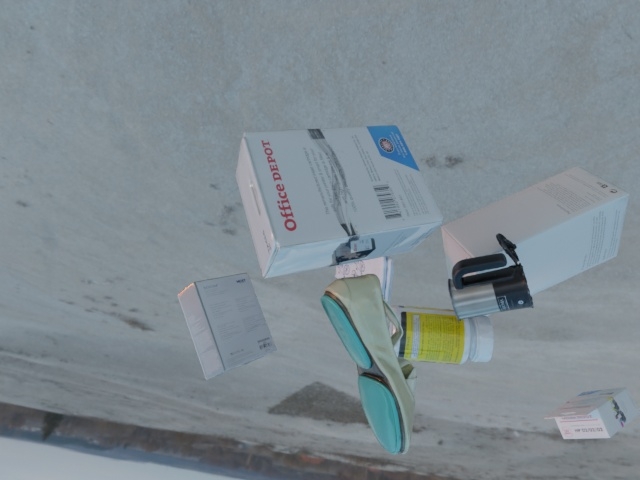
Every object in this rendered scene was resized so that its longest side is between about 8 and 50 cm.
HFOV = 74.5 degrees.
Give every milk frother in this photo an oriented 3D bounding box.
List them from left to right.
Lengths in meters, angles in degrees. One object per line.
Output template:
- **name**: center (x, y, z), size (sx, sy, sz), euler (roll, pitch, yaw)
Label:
- **milk frother**: center (0.318, 0.067, 0.808), size (0.134, 0.143, 0.129), euler (-15, 104, 23)

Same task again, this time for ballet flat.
- **ballet flat**: center (0.080, 0.153, 0.532), size (0.086, 0.086, 0.248), euler (-11, 108, 32)

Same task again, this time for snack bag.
- **snack bag**: center (0.109, 0.154, 1.196), size (0.037, 0.343, 0.323), euler (-4, -161, -18)

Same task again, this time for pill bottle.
- **pill bottle**: center (0.257, 0.207, 0.921), size (0.208, 0.119, 0.119), euler (3, 150, 5)

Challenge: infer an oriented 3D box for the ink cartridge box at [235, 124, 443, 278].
- **ink cartridge box**: center (0.025, -0.078, 0.755), size (0.307, 0.223, 0.129), euler (-9, 155, -23)

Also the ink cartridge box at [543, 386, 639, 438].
- **ink cartridge box**: center (0.586, 0.380, 0.913), size (0.181, 0.062, 0.104), euler (-8, 160, -32)

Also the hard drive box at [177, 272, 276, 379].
- **hard drive box**: center (-0.241, 0.215, 1.103), size (0.089, 0.232, 0.181), euler (-32, 164, 36)

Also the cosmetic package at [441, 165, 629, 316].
- **cosmetic package**: center (0.485, 0.003, 0.974), size (0.365, 0.155, 0.197), euler (-22, 128, -3)
